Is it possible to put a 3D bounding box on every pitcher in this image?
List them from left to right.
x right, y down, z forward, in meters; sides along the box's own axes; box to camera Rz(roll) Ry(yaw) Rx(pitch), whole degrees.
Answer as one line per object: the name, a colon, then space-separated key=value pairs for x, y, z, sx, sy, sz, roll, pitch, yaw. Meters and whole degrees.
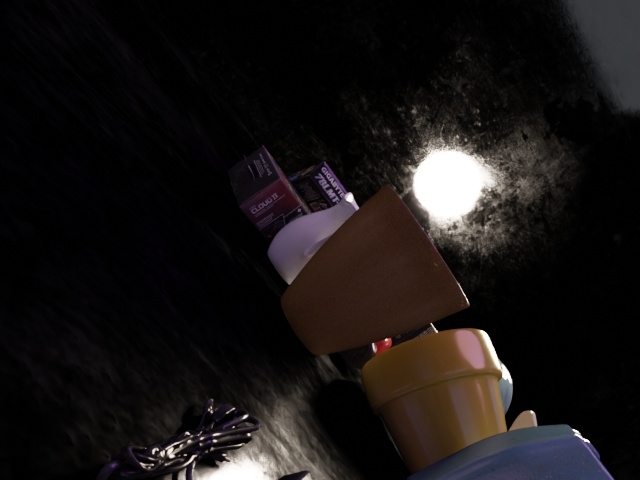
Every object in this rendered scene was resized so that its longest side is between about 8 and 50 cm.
pitcher: x=0.000 y=0.000 z=1.016 sx=0.125 sy=0.207 sz=0.178 roll=55 pitch=5 yaw=-5

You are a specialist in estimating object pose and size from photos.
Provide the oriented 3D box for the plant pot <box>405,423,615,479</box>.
plant pot: x=0.263 y=0.367 z=0.651 sx=0.247 sy=0.252 sz=0.248 roll=57 pitch=9 yaw=22

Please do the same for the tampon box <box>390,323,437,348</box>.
tampon box: x=0.235 y=0.271 z=1.445 sx=0.101 sy=0.161 sz=0.120 roll=55 pitch=2 yaw=-26

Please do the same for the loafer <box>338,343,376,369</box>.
loafer: x=0.070 y=0.197 z=1.105 sx=0.078 sy=0.080 sz=0.220 roll=52 pitch=5 yaw=-31

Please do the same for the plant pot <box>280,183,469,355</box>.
plant pot: x=0.071 y=0.076 z=0.861 sx=0.237 sy=0.254 sz=0.237 roll=55 pitch=6 yaw=-8

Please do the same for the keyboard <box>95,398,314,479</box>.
keyboard: x=-0.043 y=0.184 z=0.294 sx=0.201 sy=0.033 sz=0.317 roll=56 pitch=3 yaw=15

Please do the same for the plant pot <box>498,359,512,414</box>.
plant pot: x=0.354 y=0.385 z=1.457 sx=0.196 sy=0.293 sz=0.293 roll=48 pitch=7 yaw=-25

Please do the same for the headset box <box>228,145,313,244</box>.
headset box: x=-0.091 y=-0.068 z=1.190 sx=0.293 sy=0.110 sz=0.218 roll=53 pitch=4 yaw=-31

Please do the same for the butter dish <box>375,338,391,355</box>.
butter dish: x=0.123 y=0.220 z=1.274 sx=0.160 sy=0.118 sz=0.160 roll=57 pitch=4 yaw=23

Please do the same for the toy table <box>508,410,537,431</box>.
toy table: x=0.448 y=0.546 z=1.234 sx=0.252 sy=0.161 sz=0.274 roll=4 pitch=74 yaw=-54

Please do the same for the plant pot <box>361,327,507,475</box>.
plant pot: x=0.224 y=0.316 z=0.935 sx=0.254 sy=0.254 sz=0.239 roll=48 pitch=22 yaw=-57

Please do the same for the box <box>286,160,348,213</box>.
box: x=-0.001 y=-0.052 z=1.419 sx=0.293 sy=0.073 sz=0.295 roll=52 pitch=-28 yaw=-16
